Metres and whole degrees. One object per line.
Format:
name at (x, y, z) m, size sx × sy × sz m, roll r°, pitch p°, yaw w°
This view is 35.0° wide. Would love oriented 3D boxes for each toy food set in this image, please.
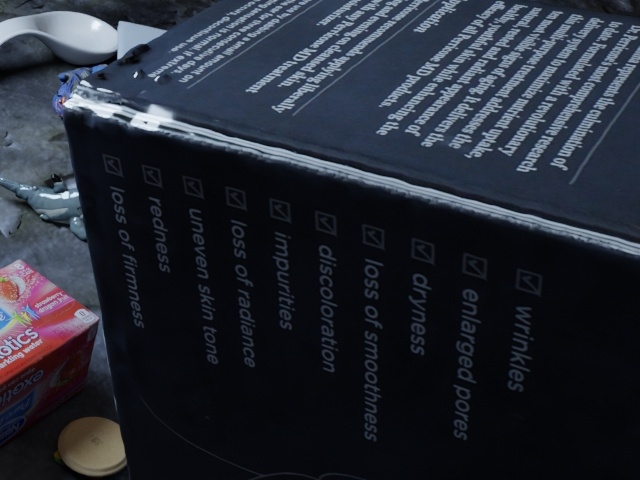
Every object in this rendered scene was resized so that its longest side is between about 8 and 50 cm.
toy food set at (-0.245, 0.224, 1.102) m, size 0.083 × 0.020 × 0.083 m, roll 28°, pitch 37°, yaw 10°

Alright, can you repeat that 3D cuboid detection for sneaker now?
sneaker at (-0.362, -0.193, 1.536) m, size 0.087 × 0.083 × 0.221 m, roll -2°, pitch 35°, yaw -10°

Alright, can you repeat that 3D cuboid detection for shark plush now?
shark plush at (-0.354, -0.065, 1.373) m, size 0.161 × 0.067 × 0.073 m, roll 23°, pitch 37°, yaw 2°

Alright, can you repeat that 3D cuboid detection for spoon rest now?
spoon rest at (-0.442, -0.324, 1.644) m, size 0.137 × 0.084 × 0.276 m, roll 38°, pitch 41°, yaw 21°

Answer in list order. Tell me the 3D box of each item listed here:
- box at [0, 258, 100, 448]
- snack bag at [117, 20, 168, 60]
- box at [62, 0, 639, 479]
box at (-0.368, 0.144, 1.056) m, size 0.128 × 0.122 × 0.257 m, roll 34°, pitch 38°, yaw 16°
snack bag at (-0.176, -0.215, 1.656) m, size 0.323 × 0.037 × 0.342 m, roll 9°, pitch 46°, yaw -19°
box at (0.119, 0.097, 0.738) m, size 0.472 × 0.479 × 0.297 m, roll 18°, pitch 39°, yaw 25°
